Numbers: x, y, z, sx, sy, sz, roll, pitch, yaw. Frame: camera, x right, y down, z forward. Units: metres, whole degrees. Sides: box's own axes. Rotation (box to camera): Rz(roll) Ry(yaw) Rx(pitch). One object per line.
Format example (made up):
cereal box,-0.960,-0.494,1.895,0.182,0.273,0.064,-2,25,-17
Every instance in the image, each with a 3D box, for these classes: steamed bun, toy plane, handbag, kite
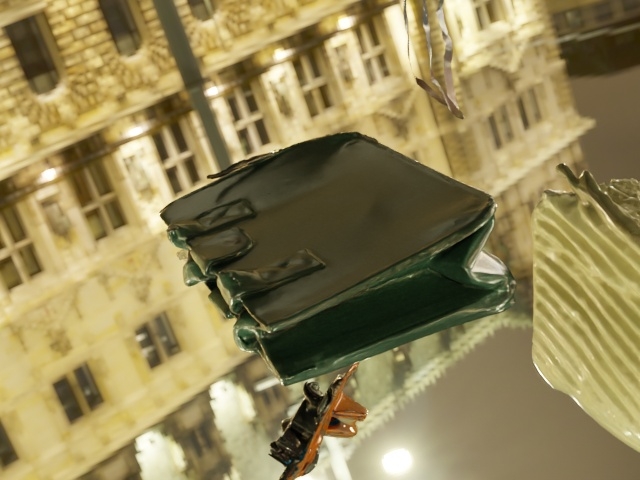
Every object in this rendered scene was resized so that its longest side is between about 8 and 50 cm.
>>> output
steamed bun,0.370,0.062,1.102,0.272,0.273,0.290,-9,-149,-20
toy plane,-0.016,0.178,1.052,0.062,0.135,0.188,37,-151,15
handbag,0.001,-0.001,1.020,0.238,0.089,0.326,-21,-154,-16
kite,0.043,-0.173,0.570,0.016,0.229,0.127,-9,-178,21
